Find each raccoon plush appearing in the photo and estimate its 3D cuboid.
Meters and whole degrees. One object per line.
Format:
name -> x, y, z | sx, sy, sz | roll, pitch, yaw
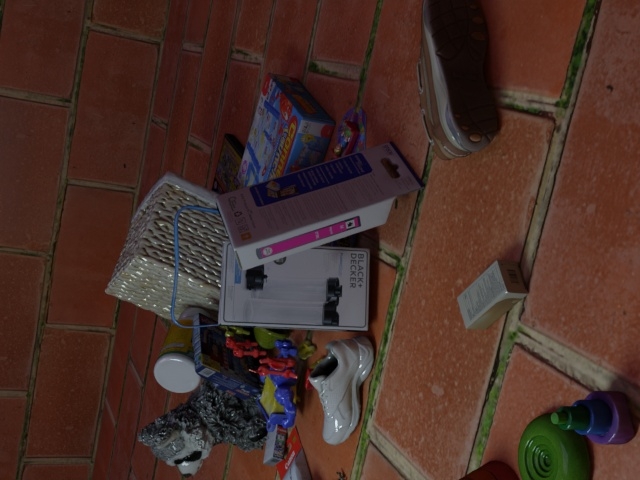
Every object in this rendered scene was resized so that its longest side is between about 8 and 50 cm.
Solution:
raccoon plush -> -0.301, 0.366, 2.053 | 0.216, 0.299, 0.446 | 132, 138, -51

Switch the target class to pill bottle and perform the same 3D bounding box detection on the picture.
pill bottle -> -0.327, 0.262, 1.983 | 0.208, 0.117, 0.118 | -80, 12, -56

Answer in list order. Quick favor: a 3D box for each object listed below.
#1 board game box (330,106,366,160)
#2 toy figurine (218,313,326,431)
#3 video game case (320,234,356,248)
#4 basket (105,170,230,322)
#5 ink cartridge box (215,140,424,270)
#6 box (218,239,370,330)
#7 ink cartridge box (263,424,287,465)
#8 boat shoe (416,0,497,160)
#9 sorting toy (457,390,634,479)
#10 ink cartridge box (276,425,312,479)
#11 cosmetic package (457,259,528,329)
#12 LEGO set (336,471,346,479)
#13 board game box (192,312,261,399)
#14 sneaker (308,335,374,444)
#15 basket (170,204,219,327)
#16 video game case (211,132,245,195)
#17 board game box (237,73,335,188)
board game box -> 0.053, -0.210, 1.764 | 0.133, 0.033, 0.169 | 161, 113, -63
toy figurine -> -0.129, 0.325, 1.849 | 0.362, 0.191, 0.217 | -145, 60, -63
video game case -> 0.000, 0.000, 1.788 | 0.244, 0.061, 0.270 | -169, 85, -66
basket -> -0.344, 0.046, 2.125 | 0.328, 0.331, 0.266 | -35, 34, 56
ink cartridge box -> -0.003, -0.072, 1.537 | 0.176, 0.371, 0.069 | -116, 9, -49
box -> -0.051, 0.091, 1.595 | 0.087, 0.290, 0.169 | 142, 132, -77
ink cartridge box -> -0.105, 0.471, 1.921 | 0.063, 0.029, 0.115 | 132, 153, -51
boat shoe -> 0.208, -0.286, 1.360 | 0.116, 0.123, 0.324 | 142, 131, -59
sorting toy -> 0.259, 0.308, 1.091 | 0.365, 0.126, 0.127 | 123, 145, -44
ink cartridge box -> -0.075, 0.536, 1.835 | 0.145, 0.045, 0.179 | -65, 33, 33
cosmetic package -> 0.262, 0.084, 1.238 | 0.115, 0.041, 0.060 | -52, 40, 48
LEGO set -> 0.033, 0.512, 1.644 | 0.083, 0.023, 0.054 | -54, 38, 25
board game box -> -0.237, 0.259, 1.939 | 0.060, 0.194, 0.194 | -34, 44, 24
sneaker -> 0.023, 0.294, 1.602 | 0.090, 0.115, 0.232 | 31, 112, 63
basket -> -0.172, 0.058, 1.724 | 0.201, 0.289, 0.255 | 165, 106, -72
video game case -> -0.269, -0.163, 2.431 | 0.275, 0.035, 0.248 | -129, 50, -58
board game box -> -0.096, -0.218, 2.016 | 0.302, 0.086, 0.308 | 57, 134, 54
